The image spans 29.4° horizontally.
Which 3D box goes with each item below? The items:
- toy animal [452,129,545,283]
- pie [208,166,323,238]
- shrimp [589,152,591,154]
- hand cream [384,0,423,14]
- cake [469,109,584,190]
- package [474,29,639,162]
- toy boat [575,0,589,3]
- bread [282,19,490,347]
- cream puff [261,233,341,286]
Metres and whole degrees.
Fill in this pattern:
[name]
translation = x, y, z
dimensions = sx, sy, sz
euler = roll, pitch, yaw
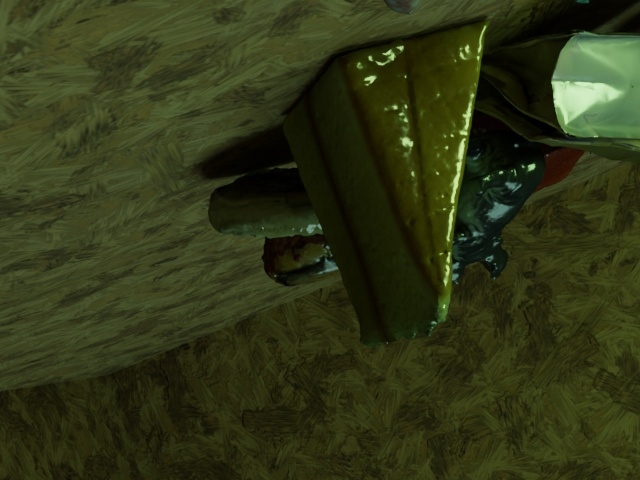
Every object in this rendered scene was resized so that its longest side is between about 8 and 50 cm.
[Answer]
[toy animal]
translation = 0.210, -0.032, 1.720
dimensions = 0.168, 0.106, 0.343
euler = -22, 154, -16
[pie]
translation = -0.003, -0.064, 1.803
dimensions = 0.339, 0.077, 0.339
euler = -2, -170, 0
[shrimp]
translation = 0.490, -0.211, 1.923
dimensions = 0.116, 0.145, 0.343
euler = 25, 157, -12
[hand cream]
translation = 0.071, -0.268, 1.172
dimensions = 0.067, 0.043, 0.210
euler = -21, 166, 8
[cake]
translation = 0.277, -0.159, 1.860
dimensions = 0.283, 0.177, 0.151
euler = -23, 159, -27
[package]
translation = 0.366, -0.183, 1.669
dimensions = 0.311, 0.165, 0.221
euler = -3, 175, -43
[toy boat]
translation = 0.320, -0.308, 1.392
dimensions = 0.173, 0.069, 0.059
euler = -12, 154, -45
[bread]
translation = 0.126, -0.057, 1.560
dimensions = 0.245, 0.361, 0.233
euler = -15, 170, -24
[cream puff]
translation = -0.001, 0.000, 2.325
dimensions = 0.240, 0.164, 0.240
euler = -12, -176, 1
